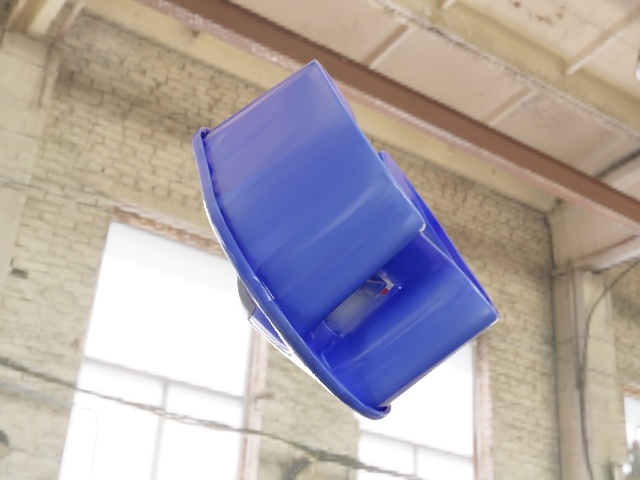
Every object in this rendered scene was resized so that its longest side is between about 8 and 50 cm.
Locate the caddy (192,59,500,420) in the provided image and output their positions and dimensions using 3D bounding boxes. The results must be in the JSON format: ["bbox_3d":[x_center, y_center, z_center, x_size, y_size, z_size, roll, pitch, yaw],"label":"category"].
[{"bbox_3d":[0.000,0.000,0.806,0.179,0.341,0.241,-37,-61,8],"label":"caddy"}]
